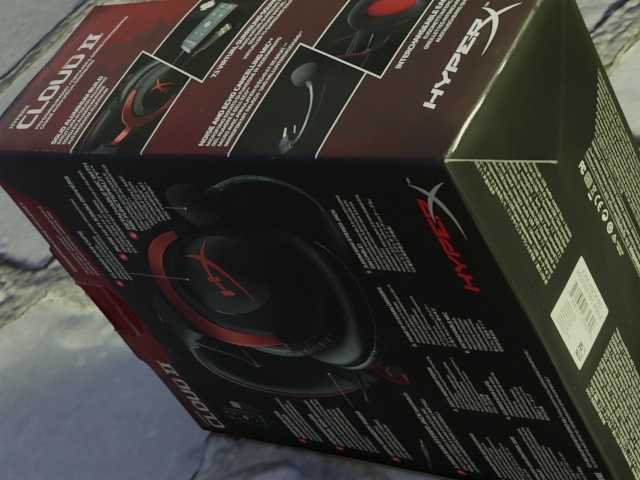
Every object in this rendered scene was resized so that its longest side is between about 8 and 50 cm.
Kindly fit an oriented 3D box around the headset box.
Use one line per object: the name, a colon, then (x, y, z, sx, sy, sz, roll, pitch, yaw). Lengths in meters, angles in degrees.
headset box: (0.000, 0.000, 0.629, 0.293, 0.218, 0.110, 3, 49, 40)
